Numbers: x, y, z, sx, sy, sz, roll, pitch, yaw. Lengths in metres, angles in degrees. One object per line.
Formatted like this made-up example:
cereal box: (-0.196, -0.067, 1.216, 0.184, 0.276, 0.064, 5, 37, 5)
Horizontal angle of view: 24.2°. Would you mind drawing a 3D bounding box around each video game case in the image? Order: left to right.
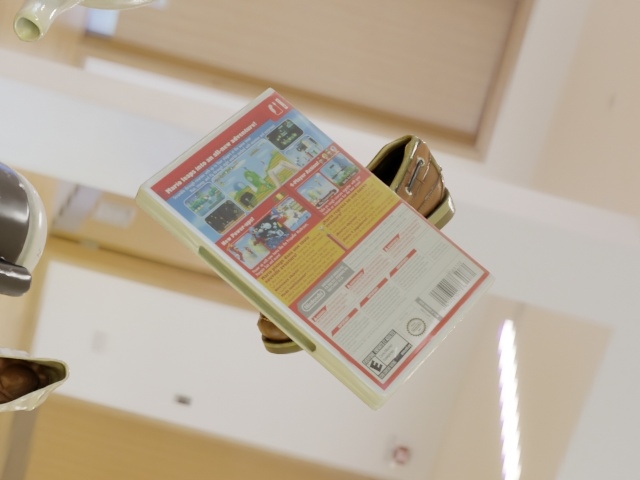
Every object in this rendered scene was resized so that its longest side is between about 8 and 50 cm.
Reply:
video game case: (0.000, 0.000, 1.353, 0.204, 0.285, 0.025, -42, 170, -42)

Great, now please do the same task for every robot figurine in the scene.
robot figurine: (-0.436, -0.026, 1.702, 0.278, 0.173, 0.209, 27, 52, -63)

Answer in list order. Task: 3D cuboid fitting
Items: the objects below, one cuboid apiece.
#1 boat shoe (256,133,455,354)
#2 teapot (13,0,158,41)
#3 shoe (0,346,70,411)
boat shoe: (0.024, -0.002, 1.598, 0.307, 0.111, 0.104, -46, 125, -38)
teapot: (-0.192, -0.339, 1.413, 0.187, 0.252, 0.256, -141, -141, -74)
shoe: (-0.328, 0.127, 1.402, 0.219, 0.058, 0.076, 6, 75, -53)
